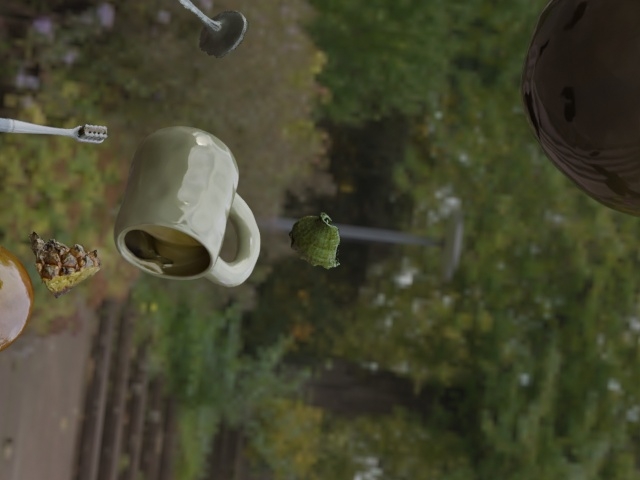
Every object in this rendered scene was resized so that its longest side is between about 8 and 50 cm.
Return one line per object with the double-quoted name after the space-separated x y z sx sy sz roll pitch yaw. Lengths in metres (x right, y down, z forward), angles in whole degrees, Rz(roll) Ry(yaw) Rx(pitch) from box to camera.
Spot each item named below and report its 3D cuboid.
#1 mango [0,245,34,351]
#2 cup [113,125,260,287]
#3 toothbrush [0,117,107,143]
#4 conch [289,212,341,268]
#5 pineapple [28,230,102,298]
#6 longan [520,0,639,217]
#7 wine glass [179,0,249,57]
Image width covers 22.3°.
-0.364 0.050 1.549 0.113 0.138 0.253 -42 160 18 "mango"
-0.190 -0.049 2.589 0.173 0.255 0.202 -47 -154 52 "cup"
-0.449 -0.161 2.238 0.030 0.342 0.025 -22 -112 53 "toothbrush"
0.000 0.000 2.357 0.074 0.089 0.121 -44 179 -31 "conch"
-0.381 0.032 2.332 0.114 0.114 0.077 43 -48 29 "pineapple"
0.299 -0.140 1.389 0.258 0.258 0.258 -173 -90 -83 "longan"
-0.188 -0.310 1.879 0.262 0.074 0.074 41 41 -44 "wine glass"
